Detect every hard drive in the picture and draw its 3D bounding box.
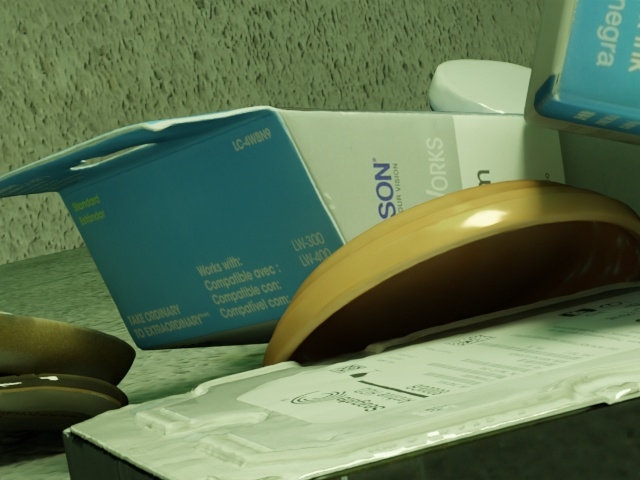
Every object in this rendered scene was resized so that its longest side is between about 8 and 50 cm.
[{"bbox_3d":[0.083,0.073,0.712,0.339,0.064,0.237,-13,5,-19],"label":"hard drive"}]

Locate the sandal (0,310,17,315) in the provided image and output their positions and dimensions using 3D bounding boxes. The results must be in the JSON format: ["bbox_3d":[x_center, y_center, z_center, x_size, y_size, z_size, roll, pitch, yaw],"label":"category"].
[{"bbox_3d":[-0.300,0.086,1.331,0.265,0.076,0.102,-7,6,38],"label":"sandal"}]

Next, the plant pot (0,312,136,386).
[{"bbox_3d":[-0.234,0.083,1.087,0.236,0.032,0.236,0,-14,0],"label":"plant pot"}]

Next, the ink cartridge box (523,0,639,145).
[{"bbox_3d":[0.305,-0.098,0.792,0.395,0.166,0.285,11,3,4],"label":"ink cartridge box"}]

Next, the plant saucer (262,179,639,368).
[{"bbox_3d":[0.063,0.028,0.847,0.200,0.037,0.200,-17,-27,-9],"label":"plant saucer"}]

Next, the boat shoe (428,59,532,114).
[{"bbox_3d":[0.188,-0.044,1.182,0.267,0.088,0.096,16,29,-18],"label":"boat shoe"}]

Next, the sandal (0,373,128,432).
[{"bbox_3d":[-0.222,0.110,1.008,0.219,0.060,0.090,4,-16,-15],"label":"sandal"}]

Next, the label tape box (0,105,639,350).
[{"bbox_3d":[0.000,0.000,1.010,0.347,0.115,0.249,-3,-7,-35],"label":"label tape box"}]
